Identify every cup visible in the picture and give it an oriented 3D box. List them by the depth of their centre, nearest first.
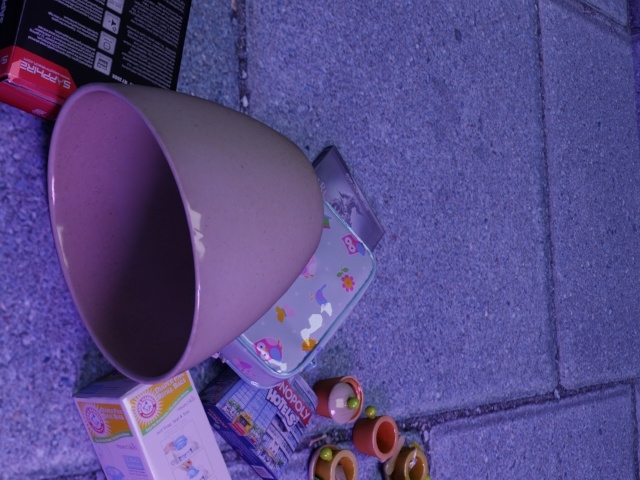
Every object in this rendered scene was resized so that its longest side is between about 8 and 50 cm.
[{"bbox_3d":[-0.137,-0.025,0.993,0.237,0.331,0.331,-14,95,-39],"label":"cup"}]

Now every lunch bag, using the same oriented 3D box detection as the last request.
[{"bbox_3d":[-0.061,0.065,1.208,0.224,0.108,0.279,47,56,-8],"label":"lunch bag"}]

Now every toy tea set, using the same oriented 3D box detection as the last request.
[{"bbox_3d":[0.097,0.364,1.386,0.336,0.124,0.200,50,51,-32],"label":"toy tea set"}]

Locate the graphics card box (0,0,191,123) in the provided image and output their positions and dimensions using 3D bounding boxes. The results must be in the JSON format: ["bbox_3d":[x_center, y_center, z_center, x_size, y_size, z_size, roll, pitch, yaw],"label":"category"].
[{"bbox_3d":[-0.279,-0.318,1.078,0.233,0.094,0.371,21,71,-45],"label":"graphics card box"}]

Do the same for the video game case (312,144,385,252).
[{"bbox_3d":[0.000,0.000,1.403,0.196,0.026,0.274,58,48,-26],"label":"video game case"}]

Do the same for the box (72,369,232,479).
[{"bbox_3d":[-0.206,0.259,1.066,0.103,0.114,0.203,-31,108,-45],"label":"box"}]

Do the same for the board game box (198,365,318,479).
[{"bbox_3d":[-0.071,0.225,1.265,0.194,0.060,0.194,54,50,-29],"label":"board game box"}]
